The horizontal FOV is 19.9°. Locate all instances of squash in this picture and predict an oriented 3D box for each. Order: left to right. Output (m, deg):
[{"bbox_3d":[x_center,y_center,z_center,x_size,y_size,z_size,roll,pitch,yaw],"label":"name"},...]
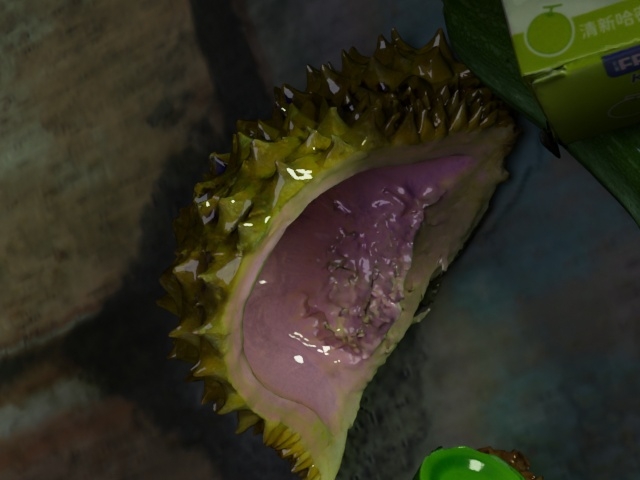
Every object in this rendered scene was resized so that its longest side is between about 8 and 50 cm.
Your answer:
[{"bbox_3d":[0.134,-0.051,0.765,0.077,0.068,0.219,-45,66,12],"label":"squash"}]

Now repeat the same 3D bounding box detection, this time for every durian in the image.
[{"bbox_3d":[-0.001,0.001,0.834,0.132,0.165,0.182,23,129,-9],"label":"durian"}]

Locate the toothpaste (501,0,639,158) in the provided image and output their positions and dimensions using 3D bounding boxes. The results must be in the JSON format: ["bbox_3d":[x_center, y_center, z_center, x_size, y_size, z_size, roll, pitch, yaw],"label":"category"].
[{"bbox_3d":[0.104,-0.202,0.744,0.110,0.077,0.327,-17,67,14],"label":"toothpaste"}]

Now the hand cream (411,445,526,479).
[{"bbox_3d":[0.023,0.206,0.791,0.079,0.050,0.275,-118,38,-45],"label":"hand cream"}]

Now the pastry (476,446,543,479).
[{"bbox_3d":[0.093,0.159,0.778,0.169,0.063,0.087,47,113,25],"label":"pastry"}]
